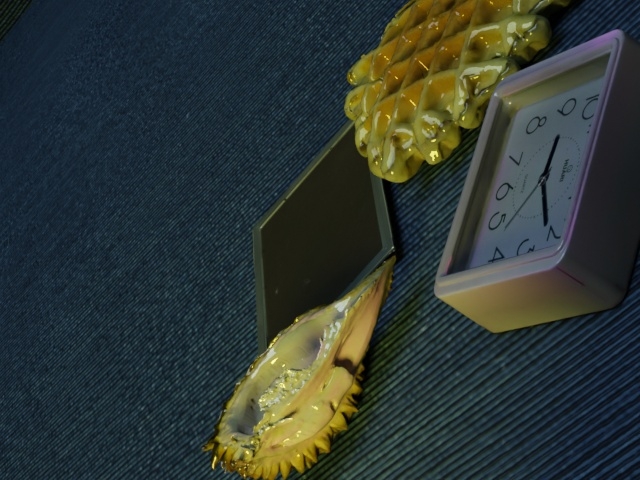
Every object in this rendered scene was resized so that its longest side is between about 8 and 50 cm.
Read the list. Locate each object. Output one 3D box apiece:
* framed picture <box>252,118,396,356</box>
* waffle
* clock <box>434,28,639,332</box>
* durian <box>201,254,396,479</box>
[{"bbox_3d":[0.000,0.000,1.429,0.197,0.014,0.252,-47,27,26],"label":"framed picture"},{"bbox_3d":[0.117,-0.175,1.349,0.261,0.056,0.250,-48,25,13],"label":"waffle"},{"bbox_3d":[0.168,-0.041,1.085,0.150,0.063,0.197,-19,46,55],"label":"clock"},{"bbox_3d":[0.002,0.110,1.231,0.224,0.078,0.140,-47,12,1],"label":"durian"}]
